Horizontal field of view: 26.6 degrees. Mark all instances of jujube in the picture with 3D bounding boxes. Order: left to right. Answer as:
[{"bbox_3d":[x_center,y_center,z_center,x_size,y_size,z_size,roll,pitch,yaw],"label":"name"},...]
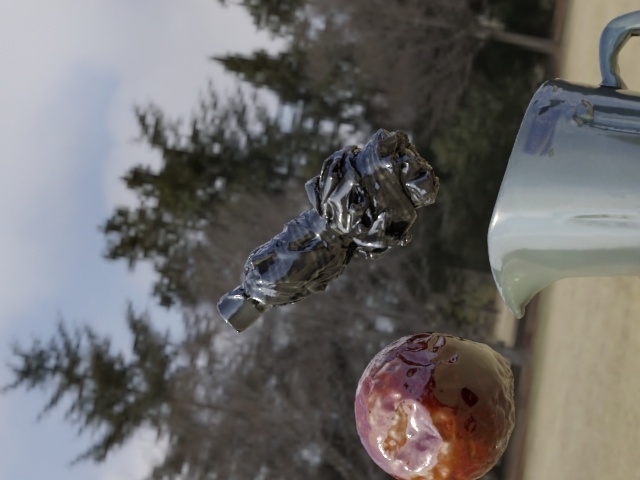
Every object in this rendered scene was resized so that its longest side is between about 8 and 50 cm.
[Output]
[{"bbox_3d":[0.148,0.197,1.629,0.255,0.190,0.189,-9,-70,-65],"label":"jujube"}]

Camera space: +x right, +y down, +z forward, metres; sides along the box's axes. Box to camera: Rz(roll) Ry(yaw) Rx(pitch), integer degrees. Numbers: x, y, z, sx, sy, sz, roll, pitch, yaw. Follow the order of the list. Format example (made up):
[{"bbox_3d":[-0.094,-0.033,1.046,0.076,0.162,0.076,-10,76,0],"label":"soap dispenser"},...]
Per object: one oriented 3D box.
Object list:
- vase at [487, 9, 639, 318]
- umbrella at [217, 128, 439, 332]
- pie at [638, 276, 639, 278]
[{"bbox_3d":[0.291,-0.050,1.005,0.156,0.301,0.251,13,-96,-61],"label":"vase"},{"bbox_3d":[-0.005,-0.007,1.715,0.154,0.337,0.128,53,-173,-36],"label":"umbrella"},{"bbox_3d":[0.377,0.003,1.410,0.038,0.154,0.153,-44,24,53],"label":"pie"}]
